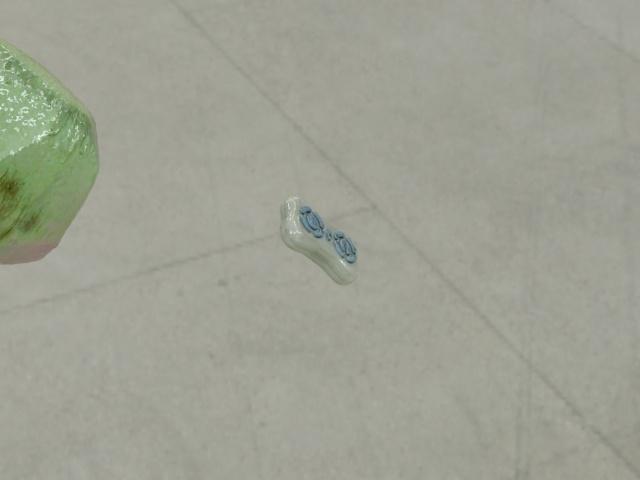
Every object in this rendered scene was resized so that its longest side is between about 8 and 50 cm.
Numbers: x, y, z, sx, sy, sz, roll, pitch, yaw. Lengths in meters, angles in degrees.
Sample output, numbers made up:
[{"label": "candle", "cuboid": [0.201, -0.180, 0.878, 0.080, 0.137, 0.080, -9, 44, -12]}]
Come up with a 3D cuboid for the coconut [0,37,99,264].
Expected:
[{"label": "coconut", "cuboid": [-0.343, -0.078, 1.138, 0.235, 0.236, 0.204, -22, 46, -32]}]

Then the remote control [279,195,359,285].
[{"label": "remote control", "cuboid": [0.000, 0.000, 1.373, 0.122, 0.032, 0.074, 37, 33, -33]}]
